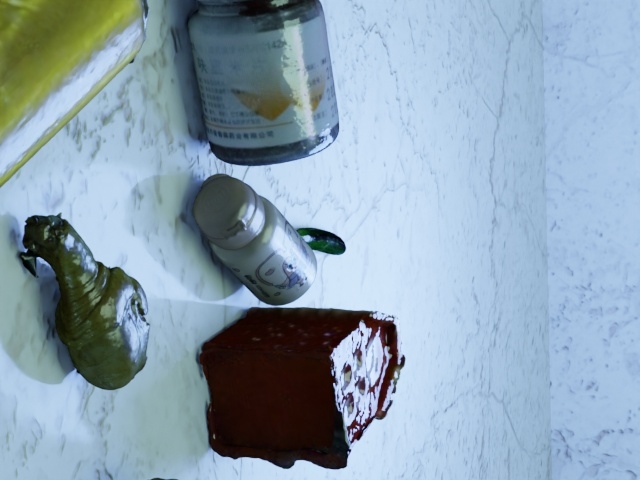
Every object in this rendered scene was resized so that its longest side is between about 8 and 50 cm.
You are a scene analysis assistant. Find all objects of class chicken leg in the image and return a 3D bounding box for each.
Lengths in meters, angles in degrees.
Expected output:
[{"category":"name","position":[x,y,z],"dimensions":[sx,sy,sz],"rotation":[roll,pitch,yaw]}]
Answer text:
[{"category":"chicken leg","position":[-0.235,0.053,1.290],"dimensions":[0.103,0.088,0.228],"rotation":[-49,129,-40]}]

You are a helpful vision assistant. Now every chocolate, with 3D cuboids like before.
[{"category":"chocolate","position":[-0.303,-0.104,1.036],"dimensions":[0.445,0.162,0.162],"rotation":[-58,142,-44]}]

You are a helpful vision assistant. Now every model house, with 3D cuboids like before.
[{"category":"model house","position":[-0.011,0.160,1.637],"dimensions":[0.254,0.196,0.160],"rotation":[-44,129,-57]}]

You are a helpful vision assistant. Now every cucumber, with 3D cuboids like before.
[{"category":"cucumber","position":[0.000,0.000,1.837],"dimensions":[0.184,0.033,0.036],"rotation":[11,61,-67]}]

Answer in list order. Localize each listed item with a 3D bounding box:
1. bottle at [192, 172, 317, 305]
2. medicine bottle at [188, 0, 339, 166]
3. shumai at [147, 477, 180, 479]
[{"category":"bottle","position":[-0.087,-0.008,1.582],"dimensions":[0.110,0.097,0.209],"rotation":[62,6,36]},{"category":"medicine bottle","position":[-0.073,-0.238,1.507],"dimensions":[0.165,0.165,0.273],"rotation":[-46,132,-55]},{"category":"shumai","position":[-0.144,0.391,1.380],"dimensions":[0.218,0.189,0.256],"rotation":[26,74,-61]}]
